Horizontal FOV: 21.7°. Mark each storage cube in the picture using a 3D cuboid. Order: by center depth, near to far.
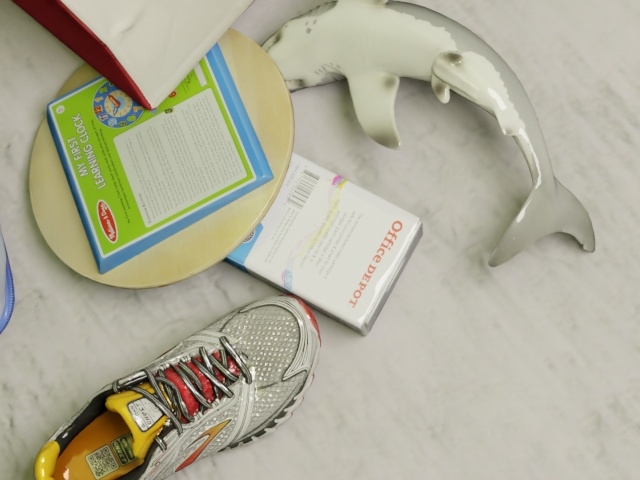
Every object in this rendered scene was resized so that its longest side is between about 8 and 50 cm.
[{"bbox_3d":[-0.146,-0.243,1.147,0.193,0.183,0.215,40,83,28],"label":"storage cube"}]

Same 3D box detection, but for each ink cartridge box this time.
[{"bbox_3d":[0.000,0.000,1.173,0.122,0.052,0.088,28,82,12],"label":"ink cartridge box"}]

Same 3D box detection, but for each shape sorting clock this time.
[{"bbox_3d":[-0.113,-0.062,1.183,0.206,0.040,0.206,-7,65,16],"label":"shape sorting clock"}]

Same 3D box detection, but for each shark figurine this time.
[{"bbox_3d":[0.095,-0.114,1.171,0.278,0.116,0.166,34,116,19],"label":"shark figurine"}]

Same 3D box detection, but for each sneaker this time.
[{"bbox_3d":[-0.095,0.117,1.130,0.225,0.093,0.088,-37,78,0],"label":"sneaker"}]

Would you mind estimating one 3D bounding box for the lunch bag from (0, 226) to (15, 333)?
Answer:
[{"bbox_3d":[-0.380,0.011,1.174,0.303,0.115,0.243,-19,79,0],"label":"lunch bag"}]
